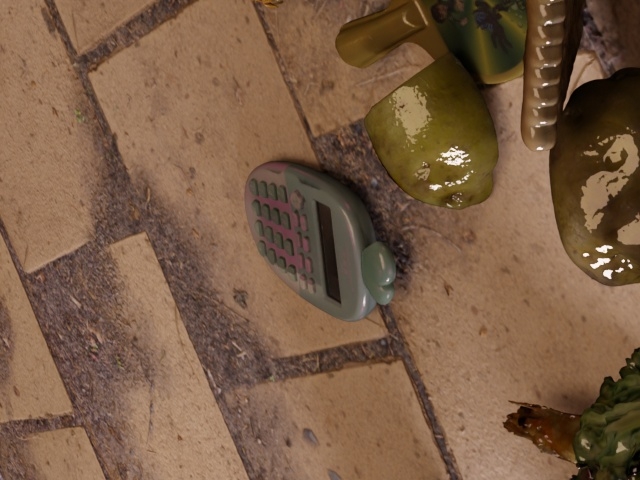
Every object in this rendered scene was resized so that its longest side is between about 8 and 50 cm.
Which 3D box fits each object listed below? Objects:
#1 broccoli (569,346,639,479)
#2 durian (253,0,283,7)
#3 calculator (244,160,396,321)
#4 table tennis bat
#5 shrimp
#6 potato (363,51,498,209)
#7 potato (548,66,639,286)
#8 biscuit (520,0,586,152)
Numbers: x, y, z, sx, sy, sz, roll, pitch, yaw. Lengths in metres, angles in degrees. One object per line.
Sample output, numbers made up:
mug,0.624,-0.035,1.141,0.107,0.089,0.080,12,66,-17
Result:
broccoli,0.351,0.182,1.339,0.180,0.242,0.273,52,156,-15
durian,-0.107,-0.346,1.824,0.260,0.153,0.186,45,165,20
calculator,0.000,0.000,1.964,0.299,0.041,0.186,25,130,49
table tennis bat,0.119,-0.239,1.642,0.321,0.050,0.198,-19,101,54
shrimp,0.295,0.233,1.672,0.248,0.068,0.150,32,140,35
potato,0.124,-0.101,1.652,0.149,0.081,0.120,51,152,3
potato,0.281,-0.052,1.447,0.154,0.137,0.200,-11,102,25
biscuit,0.202,-0.257,1.359,0.044,0.217,0.325,9,130,13
